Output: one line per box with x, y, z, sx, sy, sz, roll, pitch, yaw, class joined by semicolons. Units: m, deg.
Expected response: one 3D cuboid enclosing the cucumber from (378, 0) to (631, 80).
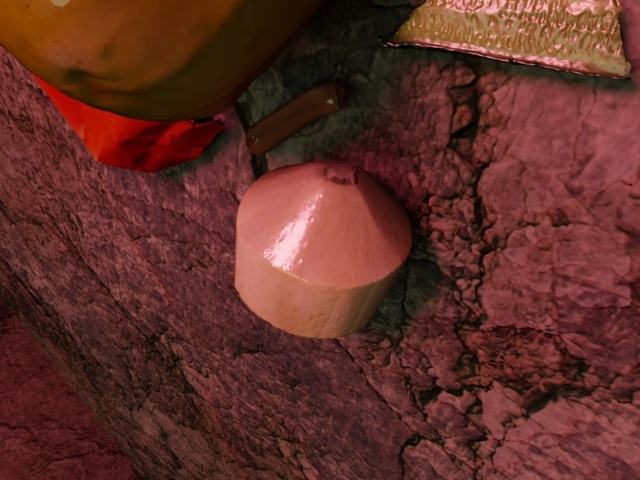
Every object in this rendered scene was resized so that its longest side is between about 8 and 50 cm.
0.157;-0.193;0.407;0.220;0.046;0.070;19;128;25;cucumber

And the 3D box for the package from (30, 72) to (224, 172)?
-0.324;-0.282;0.664;0.196;0.123;0.423;-28;99;48;package

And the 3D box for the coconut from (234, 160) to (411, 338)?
0.000;0.000;0.557;0.202;0.202;0.222;33;137;15;coconut

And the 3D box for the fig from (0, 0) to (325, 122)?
-0.129;-0.278;0.385;0.343;0.343;0.343;20;130;26;fig

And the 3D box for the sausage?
-0.035;-0.150;0.584;0.177;0.047;0.040;-17;124;45;sausage
